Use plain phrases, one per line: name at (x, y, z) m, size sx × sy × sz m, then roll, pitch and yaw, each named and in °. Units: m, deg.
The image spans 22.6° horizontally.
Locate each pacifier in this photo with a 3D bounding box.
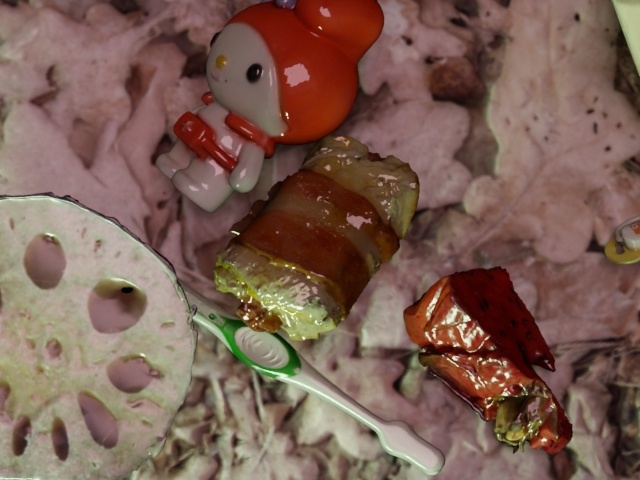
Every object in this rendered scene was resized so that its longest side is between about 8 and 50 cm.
pacifier at (0.313, 0.009, 1.522) m, size 0.083 × 0.068 × 0.064 m, roll -19°, pitch 114°, yaw 11°

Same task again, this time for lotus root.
lotus root at (-0.240, 0.087, 1.407) m, size 0.272 × 0.192 × 0.272 m, roll 0°, pitch 88°, yaw -6°

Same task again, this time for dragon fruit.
dragon fruit at (0.161, 0.120, 1.490) m, size 0.092 × 0.122 × 0.192 m, roll -40°, pitch 85°, yaw 30°

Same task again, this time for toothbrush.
toothbrush at (-0.063, 0.095, 1.485) m, size 0.418 × 0.040 × 0.042 m, roll 33°, pitch 81°, yaw 4°

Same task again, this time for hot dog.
hot dog at (0.000, 0.000, 1.482) m, size 0.146 × 0.103 × 0.213 m, roll 35°, pitch 68°, yaw 26°

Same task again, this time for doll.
doll at (-0.034, -0.157, 1.486) m, size 0.290 × 0.161 × 0.130 m, roll -50°, pitch 129°, yaw 3°

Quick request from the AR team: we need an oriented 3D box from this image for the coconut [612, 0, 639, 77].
coconut at (0.382, -0.233, 1.471) m, size 0.241 × 0.241 × 0.241 m, roll 1°, pitch 78°, yaw -3°
